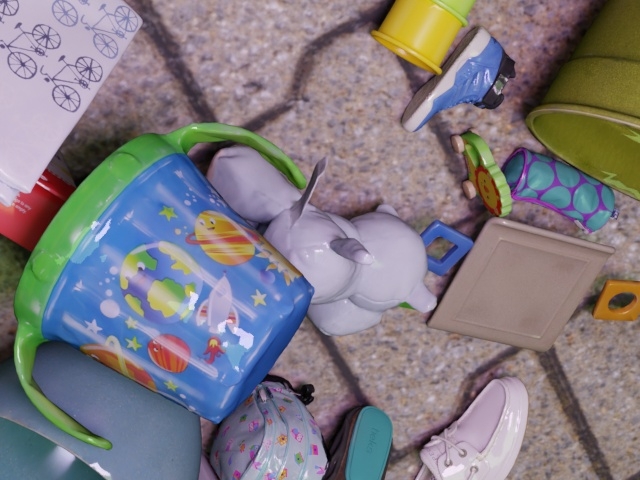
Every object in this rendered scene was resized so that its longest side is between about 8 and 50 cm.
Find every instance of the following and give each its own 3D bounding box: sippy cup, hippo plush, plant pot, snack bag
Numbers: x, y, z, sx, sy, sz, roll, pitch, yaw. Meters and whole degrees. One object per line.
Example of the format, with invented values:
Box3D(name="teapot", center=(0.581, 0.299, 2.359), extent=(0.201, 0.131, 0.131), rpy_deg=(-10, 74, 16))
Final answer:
Box3D(name="sippy cup", center=(-0.138, 0.050, 1.189), extent=(0.224, 0.240, 0.305), rpy_deg=(35, 115, 7))
Box3D(name="hippo plush", center=(0.000, 0.000, 1.391), extent=(0.236, 0.234, 0.294), rpy_deg=(-1, 148, -44))
Box3D(name="plant pot", center=(0.477, -0.224, 1.400), extent=(0.366, 0.366, 0.353), rpy_deg=(26, 87, -23))
Box3D(name="snack bag", center=(-0.349, -0.238, 1.142), extent=(0.342, 0.323, 0.037), rpy_deg=(42, 129, -17))
Box3D(name="plant pot", center=(-0.245, 0.210, 1.353), extent=(0.290, 0.290, 0.195), rpy_deg=(53, 51, -25))

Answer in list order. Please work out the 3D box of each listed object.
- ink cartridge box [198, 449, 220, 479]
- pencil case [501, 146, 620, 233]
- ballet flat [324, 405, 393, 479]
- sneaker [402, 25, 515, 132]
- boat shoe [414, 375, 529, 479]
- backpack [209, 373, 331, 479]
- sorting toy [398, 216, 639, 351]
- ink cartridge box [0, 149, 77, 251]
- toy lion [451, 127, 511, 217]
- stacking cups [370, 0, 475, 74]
Box3D(name="ink cartridge box", center=(-0.087, 0.392, 1.480), extent=(0.114, 0.197, 0.273), rpy_deg=(-47, 115, 0))
Box3D(name="pencil case", center=(0.298, -0.060, 1.527), extent=(0.151, 0.064, 0.070), rpy_deg=(22, 75, -22))
Box3D(name="ballet flat", center=(0.024, 0.325, 1.473), extent=(0.095, 0.280, 0.096), rpy_deg=(37, 131, -11))
Box3D(name="sneaker", center=(0.171, -0.171, 1.453), extent=(0.084, 0.058, 0.152), rpy_deg=(40, 86, -16))
Box3D(name="boat shoe", center=(0.175, 0.294, 1.586), extent=(0.096, 0.098, 0.277), rpy_deg=(22, 101, -24))
Box3D(name="backpack", center=(-0.062, 0.252, 1.450), extent=(0.115, 0.182, 0.152), rpy_deg=(19, 102, -22))
Box3D(name="sorting toy", center=(0.251, 0.052, 1.543), extent=(0.347, 0.047, 0.196), rpy_deg=(14, 126, -21))
Box3D(name="ink cartridge box", center=(-0.325, -0.068, 1.233), extent=(0.134, 0.231, 0.078), rpy_deg=(34, 95, -24))
Box3D(name="toy lion", center=(0.199, -0.079, 1.472), extent=(0.034, 0.096, 0.100), rpy_deg=(-22, 112, -11))
Box3D(name="stacking cups", center=(0.171, -0.349, 1.380), extent=(0.096, 0.096, 0.316), rpy_deg=(26, 96, -23))
